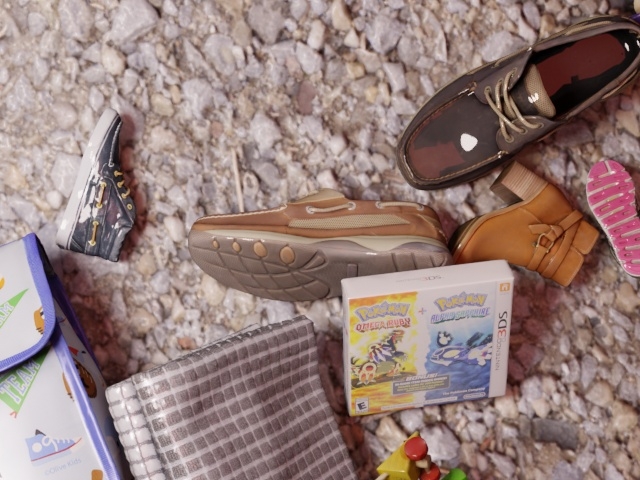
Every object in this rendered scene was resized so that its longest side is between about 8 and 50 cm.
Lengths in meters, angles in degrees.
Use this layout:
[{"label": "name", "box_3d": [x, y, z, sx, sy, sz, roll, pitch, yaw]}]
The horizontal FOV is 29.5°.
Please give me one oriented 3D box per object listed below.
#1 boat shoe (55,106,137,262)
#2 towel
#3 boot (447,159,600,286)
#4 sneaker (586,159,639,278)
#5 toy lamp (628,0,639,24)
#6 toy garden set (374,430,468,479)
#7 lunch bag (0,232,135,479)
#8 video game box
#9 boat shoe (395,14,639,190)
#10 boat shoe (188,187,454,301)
[{"label": "boat shoe", "box_3d": [-0.258, -0.067, 1.500, 0.083, 0.065, 0.183, 18, 90, -6]}, {"label": "towel", "box_3d": [-0.086, 0.224, 1.389, 0.283, 0.121, 0.235, -19, 85, -51]}, {"label": "boot", "box_3d": [0.252, 0.014, 1.544, 0.152, 0.073, 0.197, 39, 84, -6]}, {"label": "sneaker", "box_3d": [0.389, -0.022, 1.570, 0.063, 0.075, 0.170, -21, 64, 9]}, {"label": "toy lamp", "box_3d": [0.410, -0.363, 1.593, 0.080, 0.080, 0.275, -15, 86, -8]}, {"label": "toy garden set", "box_3d": [0.068, 0.345, 1.455, 0.244, 0.204, 0.049, -36, 45, -9]}, {"label": "lunch bag", "box_3d": [-0.400, 0.218, 1.372, 0.327, 0.239, 0.385, -22, 78, -6]}, {"label": "video game box", "box_3d": [0.130, 0.120, 1.480, 0.205, 0.048, 0.187, -7, 122, -7]}, {"label": "boat shoe", "box_3d": [0.250, -0.184, 1.520, 0.355, 0.130, 0.132, -33, 87, 0]}, {"label": "boat shoe", "box_3d": [0.000, 0.000, 1.505, 0.324, 0.123, 0.116, 5, 51, -4]}]
